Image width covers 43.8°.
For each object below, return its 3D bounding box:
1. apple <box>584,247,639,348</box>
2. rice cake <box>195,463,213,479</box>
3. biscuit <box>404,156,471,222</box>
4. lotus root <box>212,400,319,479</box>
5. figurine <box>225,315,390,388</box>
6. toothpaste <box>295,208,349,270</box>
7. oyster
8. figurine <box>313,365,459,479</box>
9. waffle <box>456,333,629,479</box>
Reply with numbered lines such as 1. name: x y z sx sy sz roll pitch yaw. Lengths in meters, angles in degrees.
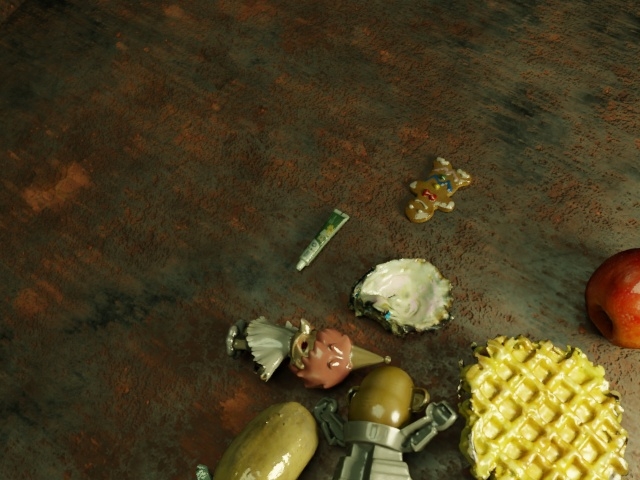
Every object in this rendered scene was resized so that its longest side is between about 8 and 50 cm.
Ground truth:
1. apple: 0.708 0.129 1.774 0.201 0.218 0.218 -26 59 -6
2. rice cake: -0.221 0.602 1.753 0.038 0.124 0.211 -23 53 -11
3. biscuit: 0.301 -0.128 2.109 0.138 0.031 0.205 37 75 26
4. lotus root: -0.131 0.486 1.731 0.169 0.152 0.342 6 34 36
5. figurine: -0.033 0.258 1.866 0.386 0.166 0.207 6 20 22
6. toothpaste: 0.000 0.000 2.096 0.049 0.031 0.204 30 69 23
7. oyster: 0.195 0.142 1.948 0.259 0.092 0.198 -5 60 -2
8. figurine: 0.132 0.415 1.756 0.342 0.167 0.285 4 63 14
9. waffle: 0.468 0.384 1.692 0.382 0.095 0.380 9 63 -11
